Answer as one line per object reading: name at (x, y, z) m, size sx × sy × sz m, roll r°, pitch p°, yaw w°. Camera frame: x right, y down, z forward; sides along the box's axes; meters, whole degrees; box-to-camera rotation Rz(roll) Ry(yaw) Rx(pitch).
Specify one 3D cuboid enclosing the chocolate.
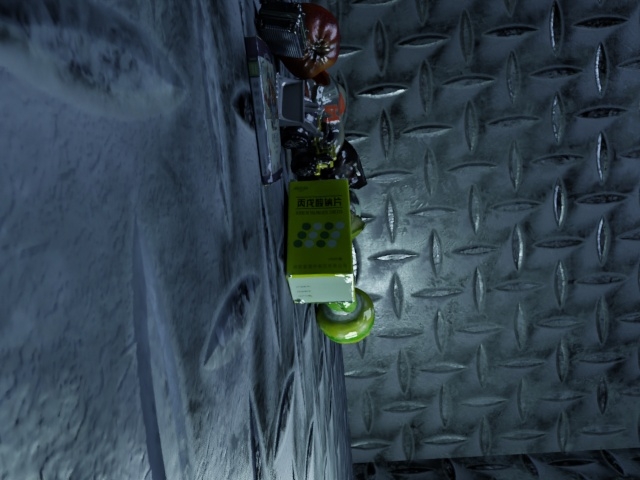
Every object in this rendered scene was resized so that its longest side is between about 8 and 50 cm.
chocolate at (-0.010, -0.190, 1.510) m, size 0.177 × 0.206 × 0.224 m, roll -45°, pitch 140°, yaw -21°

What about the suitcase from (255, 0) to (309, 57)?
suitcase at (-0.070, -0.389, 0.971) m, size 0.126 × 0.086 × 0.059 m, roll 62°, pitch 39°, yaw -80°

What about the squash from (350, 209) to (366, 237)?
squash at (-0.002, -0.034, 1.467) m, size 0.111 × 0.203 × 0.288 m, roll -58°, pitch -173°, yaw -12°

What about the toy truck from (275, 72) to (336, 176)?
toy truck at (-0.030, -0.248, 1.162) m, size 0.286 × 0.111 × 0.136 m, roll 60°, pitch 27°, yaw -68°

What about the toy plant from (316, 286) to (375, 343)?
toy plant at (0.052, 0.159, 1.573) m, size 0.224 × 0.184 × 0.316 m, roll 53°, pitch -12°, yaw 41°

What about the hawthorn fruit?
hawthorn fruit at (-0.043, -0.469, 1.201) m, size 0.203 × 0.162 × 0.163 m, roll -118°, pitch -165°, yaw -47°

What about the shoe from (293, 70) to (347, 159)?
shoe at (-0.022, -0.338, 1.371) m, size 0.171 × 0.132 × 0.337 m, roll 51°, pitch 40°, yaw -44°

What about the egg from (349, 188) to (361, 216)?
egg at (0.042, -0.093, 1.663) m, size 0.231 × 0.169 × 0.169 m, roll -51°, pitch 138°, yaw -68°

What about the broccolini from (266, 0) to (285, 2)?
broccolini at (-0.087, -0.542, 1.161) m, size 0.071 × 0.057 × 0.254 m, roll -48°, pitch -163°, yaw 26°

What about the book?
book at (-0.090, -0.218, 0.902) m, size 0.157 × 0.026 × 0.231 m, roll -79°, pitch 164°, yaw -77°

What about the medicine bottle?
medicine bottle at (0.000, 0.000, 1.130) m, size 0.141 × 0.137 × 0.250 m, roll 79°, pitch 8°, yaw -58°
